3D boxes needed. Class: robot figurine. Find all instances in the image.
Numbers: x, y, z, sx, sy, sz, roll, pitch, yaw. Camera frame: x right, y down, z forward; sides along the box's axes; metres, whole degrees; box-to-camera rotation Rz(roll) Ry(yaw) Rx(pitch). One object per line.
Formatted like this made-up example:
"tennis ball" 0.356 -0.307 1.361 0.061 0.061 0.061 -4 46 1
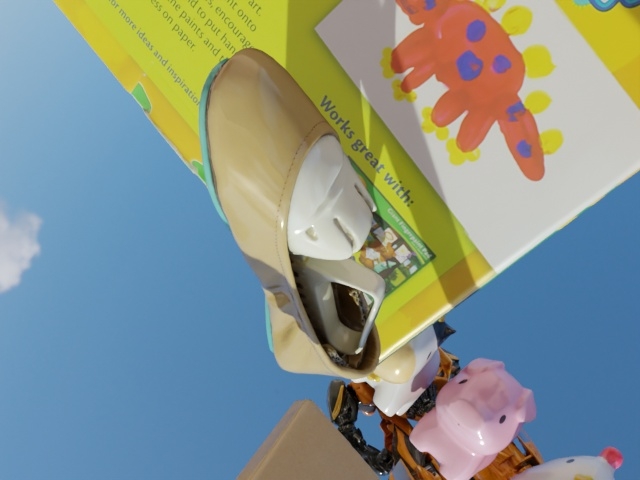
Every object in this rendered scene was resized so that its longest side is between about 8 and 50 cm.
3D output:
"robot figurine" 0.138 0.228 0.812 0.211 0.085 0.291 -19 -124 -27

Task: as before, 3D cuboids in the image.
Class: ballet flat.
"ballet flat" 0.000 0.000 0.389 0.073 0.232 0.080 17 -123 21

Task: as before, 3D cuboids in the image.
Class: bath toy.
"bath toy" 0.136 0.152 0.694 0.129 0.151 0.348 -47 -111 2

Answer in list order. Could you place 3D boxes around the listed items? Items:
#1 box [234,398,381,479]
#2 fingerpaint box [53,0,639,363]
"box" -0.016 0.207 0.352 0.021 0.164 0.201 -16 -154 51
"fingerpaint box" 0.038 -0.198 0.511 0.371 0.444 0.163 -43 174 29
